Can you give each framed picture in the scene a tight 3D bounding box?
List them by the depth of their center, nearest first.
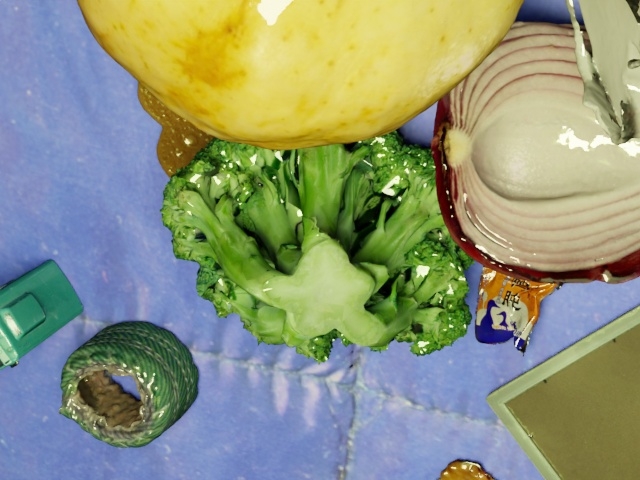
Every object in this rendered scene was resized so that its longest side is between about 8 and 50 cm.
[{"bbox_3d":[0.321,0.207,1.180,0.217,0.017,0.274,-34,94,26],"label":"framed picture"}]

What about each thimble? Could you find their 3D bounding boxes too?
[{"bbox_3d":[-0.207,0.154,1.311,0.135,0.090,0.119,16,110,17],"label":"thimble"}]

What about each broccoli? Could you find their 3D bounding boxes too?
[{"bbox_3d":[0.000,0.000,1.101,0.294,0.245,0.265,10,112,-14],"label":"broccoli"}]

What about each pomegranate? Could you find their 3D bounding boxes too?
[{"bbox_3d":[-0.005,-0.267,0.921,0.410,0.410,0.410,6,110,18],"label":"pomegranate"}]

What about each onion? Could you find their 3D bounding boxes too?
[{"bbox_3d":[0.234,-0.064,1.051,0.283,0.120,0.227,7,80,2],"label":"onion"}]

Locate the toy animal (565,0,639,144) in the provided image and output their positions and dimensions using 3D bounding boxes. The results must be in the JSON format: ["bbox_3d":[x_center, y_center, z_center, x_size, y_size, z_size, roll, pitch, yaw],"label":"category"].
[{"bbox_3d":[0.370,-0.212,0.931,0.357,0.194,0.258,-16,76,0],"label":"toy animal"}]

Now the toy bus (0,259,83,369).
[{"bbox_3d":[-0.329,0.086,1.292,0.091,0.160,0.079,-29,96,24],"label":"toy bus"}]

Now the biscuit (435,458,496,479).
[{"bbox_3d":[0.165,0.372,1.294,0.237,0.013,0.232,43,116,1],"label":"biscuit"}]

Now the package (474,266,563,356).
[{"bbox_3d":[0.188,0.053,1.168,0.077,0.033,0.111,20,101,37],"label":"package"}]

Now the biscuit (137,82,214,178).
[{"bbox_3d":[-0.076,-0.124,1.201,0.205,0.031,0.138,-8,109,24],"label":"biscuit"}]
